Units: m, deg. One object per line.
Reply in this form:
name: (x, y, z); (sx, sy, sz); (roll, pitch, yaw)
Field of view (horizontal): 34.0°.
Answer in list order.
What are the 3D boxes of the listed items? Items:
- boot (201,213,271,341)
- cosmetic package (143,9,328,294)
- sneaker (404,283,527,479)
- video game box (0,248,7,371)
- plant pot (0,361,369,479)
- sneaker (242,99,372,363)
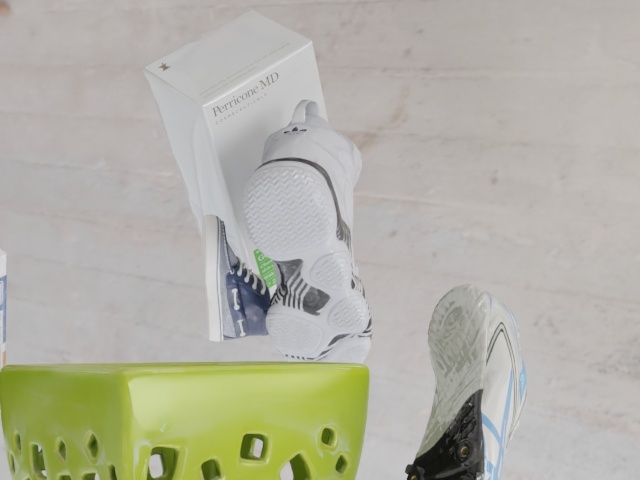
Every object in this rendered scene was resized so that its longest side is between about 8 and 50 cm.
boot: (-0.111, 0.048, 1.387); (0.069, 0.086, 0.190); (-108, 16, -56)
cosmetic package: (-0.096, -0.119, 1.517); (0.155, 0.197, 0.365); (36, 152, 39)
sneaker: (0.120, 0.142, 0.796); (0.086, 0.237, 0.085); (33, 140, -25)
video game box: (-0.387, 0.115, 0.991); (0.048, 0.187, 0.205); (33, 129, 30)
plant pot: (-0.112, 0.199, 0.830); (0.228, 0.227, 0.207); (-6, 82, 52)
sneaker: (0.000, 0.000, 1.360); (0.138, 0.210, 0.365); (-2, 131, 13)
